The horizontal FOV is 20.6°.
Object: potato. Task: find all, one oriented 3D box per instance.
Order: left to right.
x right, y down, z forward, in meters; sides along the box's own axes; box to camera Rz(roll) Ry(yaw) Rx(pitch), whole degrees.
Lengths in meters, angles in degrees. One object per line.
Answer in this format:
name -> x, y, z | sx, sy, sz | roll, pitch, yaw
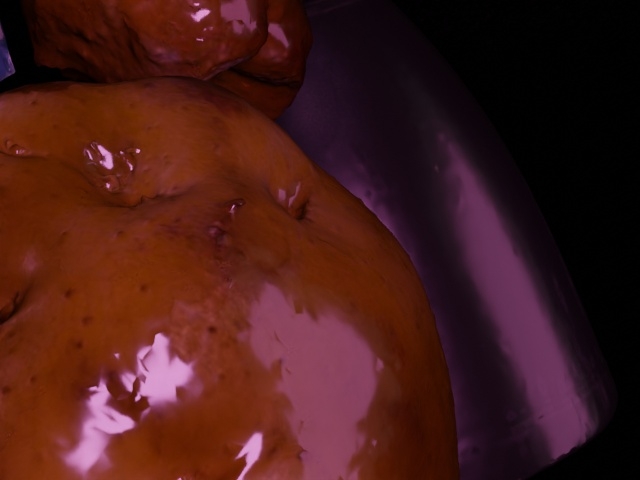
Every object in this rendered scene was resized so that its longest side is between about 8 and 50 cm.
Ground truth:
potato -> -0.026, 0.129, 0.544 | 0.195, 0.176, 0.369 | -166, -116, -67

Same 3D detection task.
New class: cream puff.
cream puff -> -0.069, -0.188, 0.758 | 0.241, 0.155, 0.269 | 68, 13, -48

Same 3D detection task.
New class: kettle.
kettle -> 0.000, 0.000, 0.908 | 0.268, 0.207, 0.290 | -28, 100, -55

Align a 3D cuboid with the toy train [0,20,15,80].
toy train -> -0.147, -0.147, 0.483 | 0.051, 0.052, 0.234 | -69, 146, -69
